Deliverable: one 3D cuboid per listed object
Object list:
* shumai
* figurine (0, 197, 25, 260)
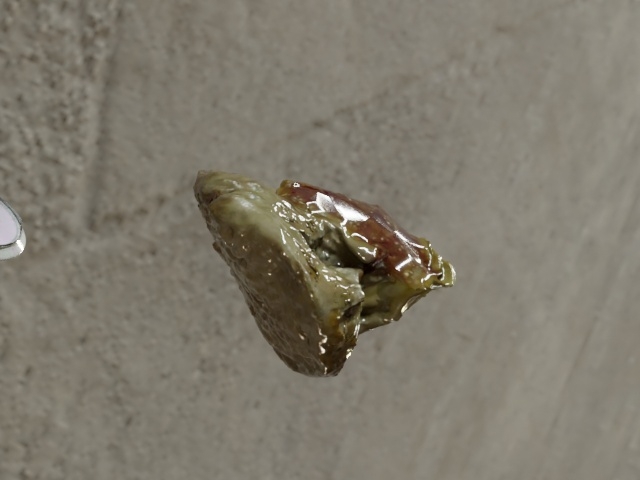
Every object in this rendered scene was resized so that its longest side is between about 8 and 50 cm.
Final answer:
[{"bbox_3d":[-0.010,0.004,0.822,0.105,0.139,0.123,-39,107,-31],"label":"shumai"},{"bbox_3d":[-0.345,0.029,1.369,0.153,0.132,0.132,-59,163,21],"label":"figurine"}]
